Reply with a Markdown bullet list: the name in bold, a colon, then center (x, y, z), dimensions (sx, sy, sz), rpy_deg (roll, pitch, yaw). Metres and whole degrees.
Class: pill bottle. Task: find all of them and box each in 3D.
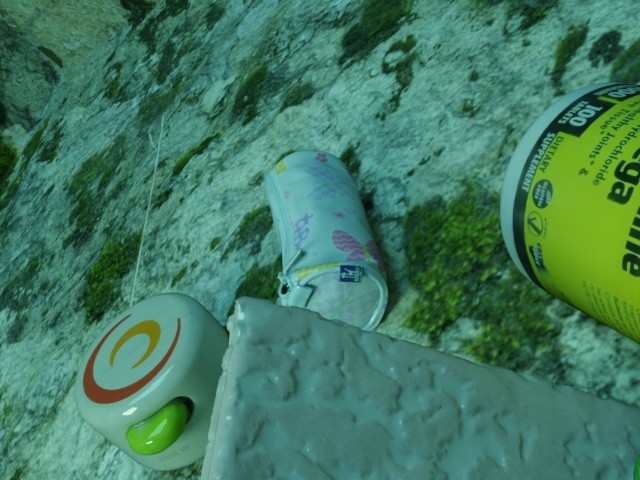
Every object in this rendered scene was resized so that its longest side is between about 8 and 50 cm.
- **pill bottle**: center (0.293, 0.006, 0.603), dimensions (0.188, 0.188, 0.334), rpy_deg (-51, 31, -2)

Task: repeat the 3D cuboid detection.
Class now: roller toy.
- **roller toy**: center (-0.185, 0.173, 1.066), dimensions (0.191, 0.146, 0.209), rpy_deg (1, 51, 41)

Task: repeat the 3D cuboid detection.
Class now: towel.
- **towel**: center (0.080, 0.204, 0.545), dimensions (0.053, 0.331, 0.317), rpy_deg (121, 162, -47)

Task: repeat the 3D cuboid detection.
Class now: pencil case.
- **pencil case**: center (0.000, 0.000, 1.041), dimensions (0.273, 0.124, 0.114), rpy_deg (-101, 18, -54)

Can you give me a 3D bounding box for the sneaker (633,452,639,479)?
- **sneaker**: center (0.222, 0.241, 0.440), dimensions (0.134, 0.146, 0.344), rpy_deg (-37, 24, 25)
